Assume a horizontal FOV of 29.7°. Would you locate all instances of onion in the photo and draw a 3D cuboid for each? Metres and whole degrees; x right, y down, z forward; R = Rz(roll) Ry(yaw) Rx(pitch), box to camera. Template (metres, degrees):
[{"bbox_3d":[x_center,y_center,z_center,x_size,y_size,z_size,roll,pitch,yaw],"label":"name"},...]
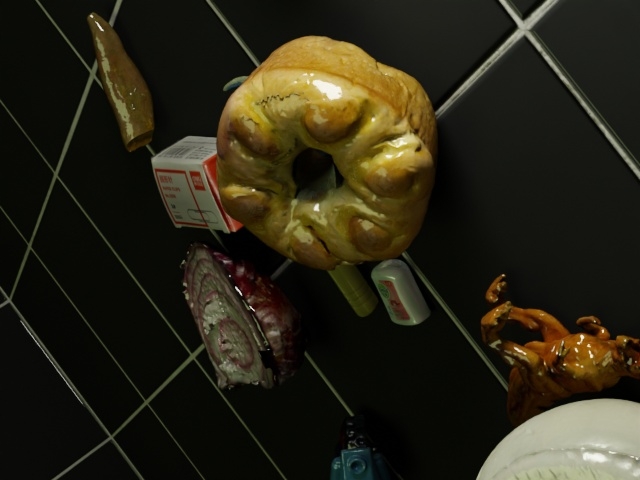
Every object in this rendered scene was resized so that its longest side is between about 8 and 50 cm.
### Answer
[{"bbox_3d":[-0.123,0.118,2.087,0.314,0.146,0.280,-5,104,67],"label":"onion"}]

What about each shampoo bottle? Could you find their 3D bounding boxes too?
[{"bbox_3d":[0.113,0.071,1.744,0.072,0.043,0.099,3,124,57],"label":"shampoo bottle"}]

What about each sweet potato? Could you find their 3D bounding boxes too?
[{"bbox_3d":[-0.332,-0.271,2.039,0.077,0.077,0.244,9,119,54],"label":"sweet potato"}]

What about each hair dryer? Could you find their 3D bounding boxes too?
[{"bbox_3d":[0.000,0.000,1.797,0.279,0.090,0.135,56,175,-28],"label":"hair dryer"}]

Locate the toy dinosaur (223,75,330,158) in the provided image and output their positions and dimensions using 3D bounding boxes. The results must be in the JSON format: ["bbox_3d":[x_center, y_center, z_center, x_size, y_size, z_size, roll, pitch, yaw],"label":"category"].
[{"bbox_3d":[-0.025,-0.139,1.700,0.247,0.075,0.188,25,145,34],"label":"toy dinosaur"}]

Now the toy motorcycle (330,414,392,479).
[{"bbox_3d":[0.086,0.518,2.083,0.232,0.172,0.416,-89,-5,-73],"label":"toy motorcycle"}]

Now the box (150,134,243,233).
[{"bbox_3d":[-0.184,-0.092,1.968,0.182,0.099,0.133,10,128,53],"label":"box"}]

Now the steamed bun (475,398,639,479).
[{"bbox_3d":[0.362,0.358,1.430,0.374,0.241,0.374,12,115,28],"label":"steamed bun"}]

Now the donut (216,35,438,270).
[{"bbox_3d":[0.007,-0.104,1.513,0.317,0.150,0.299,-18,127,41],"label":"donut"}]

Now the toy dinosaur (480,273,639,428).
[{"bbox_3d":[0.275,0.147,1.526,0.208,0.097,0.432,44,156,0],"label":"toy dinosaur"}]
